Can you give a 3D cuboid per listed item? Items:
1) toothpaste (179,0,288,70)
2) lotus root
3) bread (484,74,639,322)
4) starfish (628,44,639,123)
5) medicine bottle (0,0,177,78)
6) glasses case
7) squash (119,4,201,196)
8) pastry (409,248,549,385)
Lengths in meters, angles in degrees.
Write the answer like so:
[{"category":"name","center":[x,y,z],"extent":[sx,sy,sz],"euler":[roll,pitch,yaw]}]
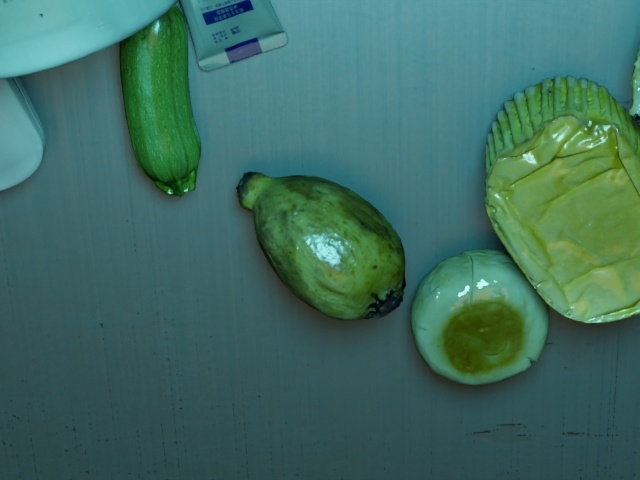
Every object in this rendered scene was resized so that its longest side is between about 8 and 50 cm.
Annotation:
[{"category":"toothpaste","center":[-0.120,-0.295,1.447],"extent":[0.096,0.061,0.266],"euler":[-18,122,7]},{"category":"lotus root","center":[0.000,0.000,1.543],"extent":[0.214,0.138,0.138],"euler":[37,111,-5]},{"category":"bread","center":[0.276,-0.046,1.519],"extent":[0.179,0.133,0.250],"euler":[-32,109,19]},{"category":"starfish","center":[0.381,-0.295,1.416],"extent":[0.432,0.082,0.324],"euler":[-15,110,-3]},{"category":"medicine bottle","center":[-0.270,-0.297,1.336],"extent":[0.238,0.238,0.232],"euler":[-15,116,7]},{"category":"glasses case","center":[-0.382,-0.183,1.482],"extent":[0.113,0.075,0.296],"euler":[-20,115,8]},{"category":"squash","center":[-0.165,-0.148,1.504],"extent":[0.077,0.068,0.219],"euler":[-6,117,1]},{"category":"pastry","center":[0.176,0.085,1.609],"extent":[0.156,0.092,0.156],"euler":[1,119,2]}]
